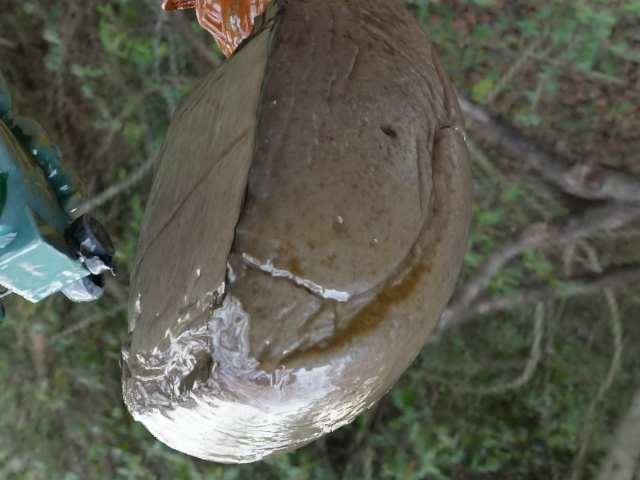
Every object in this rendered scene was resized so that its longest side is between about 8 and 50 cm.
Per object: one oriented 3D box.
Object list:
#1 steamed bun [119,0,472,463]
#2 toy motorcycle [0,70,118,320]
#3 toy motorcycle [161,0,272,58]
[{"bbox_3d":[0.000,0.000,0.882,0.199,0.301,0.251,20,150,-21],"label":"steamed bun"},{"bbox_3d":[-0.237,-0.047,0.942,0.198,0.109,0.296,63,-176,20],"label":"toy motorcycle"},{"bbox_3d":[-0.047,-0.157,1.162,0.148,0.325,0.221,-18,-167,-31],"label":"toy motorcycle"}]
